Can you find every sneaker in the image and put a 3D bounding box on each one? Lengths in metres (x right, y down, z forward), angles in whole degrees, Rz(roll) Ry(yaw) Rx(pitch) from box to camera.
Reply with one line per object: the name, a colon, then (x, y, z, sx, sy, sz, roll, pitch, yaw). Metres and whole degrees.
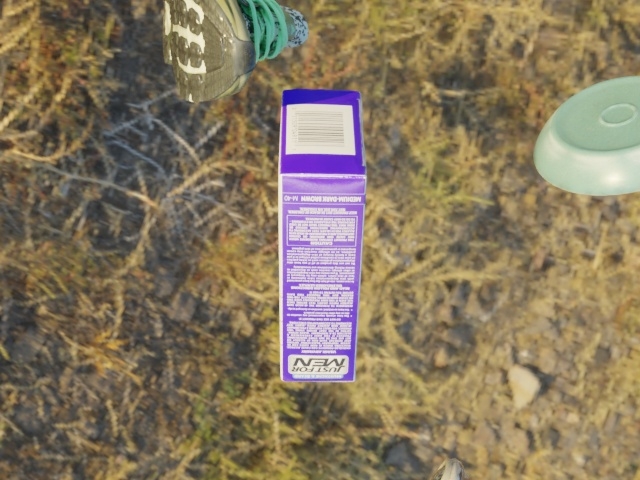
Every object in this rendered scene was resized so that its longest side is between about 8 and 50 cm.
sneaker: (-0.098, -0.274, 1.281, 0.182, 0.410, 0.158, -4, 112, -12)

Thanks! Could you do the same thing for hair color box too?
hair color box: (0.000, 0.000, 1.314, 0.110, 0.185, 0.339, 2, 130, -2)

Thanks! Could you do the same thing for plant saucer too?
plant saucer: (0.196, -0.075, 0.676, 0.119, 0.119, 0.021, -44, 129, -26)

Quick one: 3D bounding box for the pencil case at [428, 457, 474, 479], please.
pencil case: (0.250, 0.404, 1.088, 0.160, 0.410, 0.183, -52, 173, -25)
